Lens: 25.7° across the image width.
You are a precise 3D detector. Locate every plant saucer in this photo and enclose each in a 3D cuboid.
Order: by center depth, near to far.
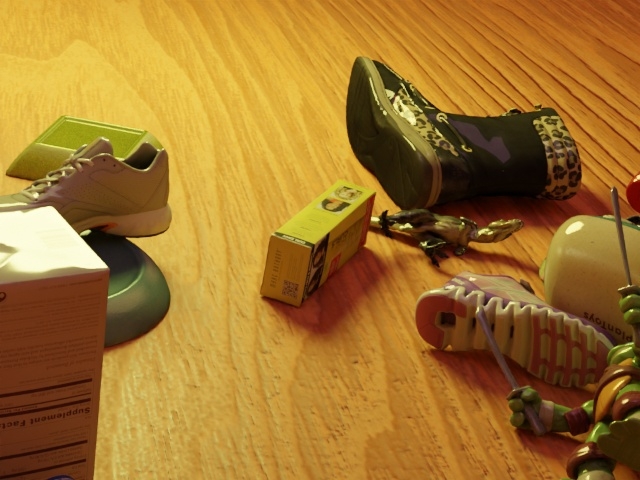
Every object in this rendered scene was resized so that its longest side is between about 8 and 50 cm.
[{"bbox_3d":[-0.331,0.037,1.627,0.318,0.043,0.317,7,24,-3],"label":"plant saucer"},{"bbox_3d":[-0.327,-0.128,1.998,0.188,0.045,0.188,11,24,5],"label":"plant saucer"}]

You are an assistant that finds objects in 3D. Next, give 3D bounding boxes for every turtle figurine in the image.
[{"bbox_3d":[0.261,0.142,1.413,0.198,0.274,0.266,-21,21,20],"label":"turtle figurine"}]

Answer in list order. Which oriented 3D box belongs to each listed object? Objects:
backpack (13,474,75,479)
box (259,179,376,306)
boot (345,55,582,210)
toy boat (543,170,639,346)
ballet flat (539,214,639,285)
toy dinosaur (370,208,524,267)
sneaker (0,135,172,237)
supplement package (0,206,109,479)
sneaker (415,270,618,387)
[{"bbox_3d":[-0.229,0.240,1.121,0.084,0.105,0.114,26,27,33],"label":"backpack"},{"bbox_3d":[0.000,0.000,1.773,0.058,0.087,0.232,18,24,16],"label":"box"},{"bbox_3d":[0.209,-0.166,2.154,0.284,0.138,0.377,-1,29,-18],"label":"boot"},{"bbox_3d":[0.386,0.018,1.572,0.148,0.318,0.267,-33,52,-32],"label":"toy boat"},{"bbox_3d":[0.371,0.006,1.895,0.077,0.079,0.221,28,31,36],"label":"ballet flat"},{"bbox_3d":[0.134,-0.017,1.895,0.268,0.064,0.118,12,17,13],"label":"toy dinosaur"},{"bbox_3d":[-0.296,-0.064,1.665,0.262,0.121,0.099,-10,29,-36],"label":"sneaker"},{"bbox_3d":[-0.277,0.112,1.219,0.134,0.244,0.139,-7,29,-31],"label":"supplement package"},{"bbox_3d":[0.234,0.090,1.621,0.236,0.095,0.104,17,33,19],"label":"sneaker"}]
